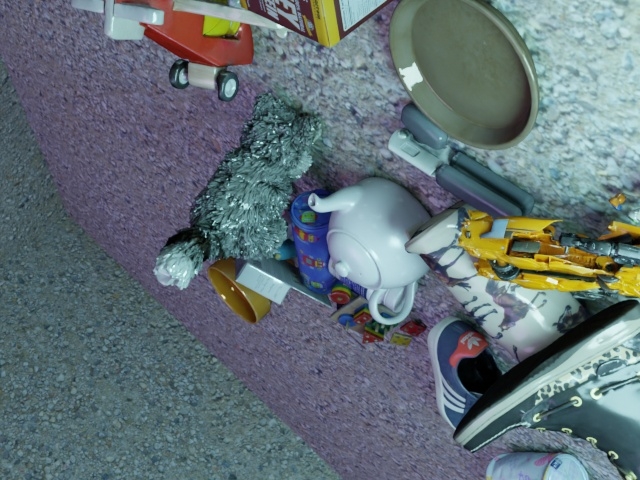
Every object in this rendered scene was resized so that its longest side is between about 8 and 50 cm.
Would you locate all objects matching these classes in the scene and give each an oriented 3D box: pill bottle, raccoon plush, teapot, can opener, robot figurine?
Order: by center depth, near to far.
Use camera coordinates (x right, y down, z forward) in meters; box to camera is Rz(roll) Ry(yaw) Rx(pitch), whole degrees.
[{"bbox_3d":[0.365,0.022,1.234,0.291,0.085,0.211,6,161,25],"label":"robot figurine"},{"bbox_3d":[0.230,-0.123,1.384,0.280,0.074,0.093,39,154,21],"label":"can opener"},{"bbox_3d":[-0.140,-0.102,1.646,0.216,0.446,0.299,24,120,-3],"label":"raccoon plush"},{"bbox_3d":[0.105,0.013,1.671,0.256,0.187,0.252,40,155,18],"label":"teapot"},{"bbox_3d":[0.120,0.077,1.842,0.187,0.112,0.112,36,154,28],"label":"pill bottle"}]

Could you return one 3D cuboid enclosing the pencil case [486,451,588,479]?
[{"bbox_3d":[0.496,0.555,1.910,0.113,0.124,0.273,50,158,-3],"label":"pencil case"}]

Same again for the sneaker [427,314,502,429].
[{"bbox_3d":[0.340,0.330,1.822,0.148,0.131,0.350,29,150,48],"label":"sneaker"}]

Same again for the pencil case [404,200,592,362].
[{"bbox_3d":[0.329,0.099,1.449,0.410,0.160,0.183,47,144,2],"label":"pencil case"}]

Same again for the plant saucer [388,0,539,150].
[{"bbox_3d":[0.218,-0.259,1.238,0.278,0.041,0.278,40,155,22],"label":"plant saucer"}]

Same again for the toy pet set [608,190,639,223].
[{"bbox_3d":[0.467,-0.046,1.136,0.122,0.065,0.114,41,-169,23],"label":"toy pet set"}]

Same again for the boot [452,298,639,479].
[{"bbox_3d":[0.427,0.302,1.306,0.284,0.377,0.138,50,-159,3],"label":"boot"}]

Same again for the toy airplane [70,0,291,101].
[{"bbox_3d":[-0.255,-0.442,1.495,0.386,0.272,0.384,21,178,-19],"label":"toy airplane"}]

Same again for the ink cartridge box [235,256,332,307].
[{"bbox_3d":[-0.100,0.100,2.092,0.239,0.060,0.275,30,-172,-11],"label":"ink cartridge box"}]

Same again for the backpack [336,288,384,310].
[{"bbox_3d":[0.101,0.173,2.057,0.114,0.084,0.105,33,149,18],"label":"backpack"}]

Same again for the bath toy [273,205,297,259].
[{"bbox_3d":[-0.136,-0.104,2.013,0.151,0.129,0.348,-8,137,10],"label":"bath toy"}]

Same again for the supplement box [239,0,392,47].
[{"bbox_3d":[0.003,-0.408,1.186,0.191,0.194,0.129,33,152,32],"label":"supplement box"}]

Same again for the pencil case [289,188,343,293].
[{"bbox_3d":[0.000,0.000,1.925,0.119,0.133,0.306,14,148,13],"label":"pencil case"}]

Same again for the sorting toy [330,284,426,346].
[{"bbox_3d":[0.116,0.200,1.944,0.274,0.046,0.132,27,141,-21],"label":"sorting toy"}]

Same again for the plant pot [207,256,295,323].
[{"bbox_3d":[-0.180,0.097,2.306,0.205,0.188,0.205,40,156,22],"label":"plant pot"}]
